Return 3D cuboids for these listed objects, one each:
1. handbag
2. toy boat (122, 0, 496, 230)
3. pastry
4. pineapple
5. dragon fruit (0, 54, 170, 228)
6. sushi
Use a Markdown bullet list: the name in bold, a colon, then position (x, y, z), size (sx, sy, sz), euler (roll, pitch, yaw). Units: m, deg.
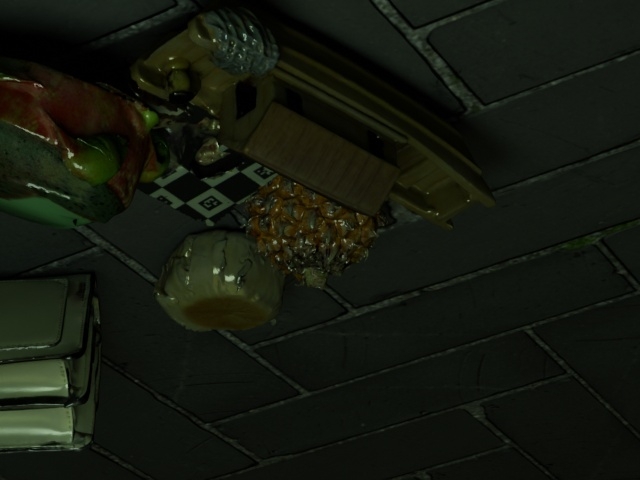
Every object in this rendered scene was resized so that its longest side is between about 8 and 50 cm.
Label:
- **handbag**: position (-0.444, 0.144, 2.320), size (0.358, 0.237, 0.160), euler (-3, 123, -1)
- **toy boat**: position (0.008, -0.117, 2.013), size (0.445, 0.162, 0.136), euler (24, 137, -39)
- **pastry**: position (-0.114, 0.051, 2.346), size (0.166, 0.088, 0.166), euler (3, 151, 2)
- **pineapple**: position (-0.003, -0.001, 2.229), size (0.176, 0.137, 0.161), euler (-20, 145, 27)
- **dragon fruit**: position (-0.288, -0.101, 1.956), size (0.295, 0.130, 0.268), euler (22, 162, -22)
- **sushi**: position (-0.137, -0.114, 2.119), size (0.210, 0.040, 0.193), euler (26, 132, -36)
